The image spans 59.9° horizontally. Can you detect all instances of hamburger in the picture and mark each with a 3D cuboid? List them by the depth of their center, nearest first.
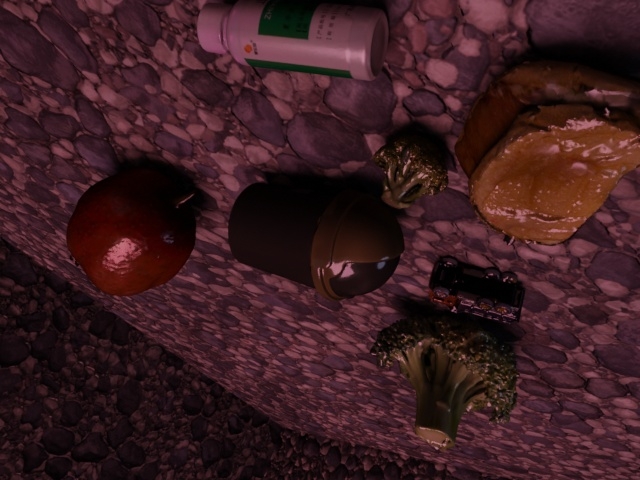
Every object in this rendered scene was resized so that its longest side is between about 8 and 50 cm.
[{"bbox_3d":[0.290,-0.119,0.742,0.211,0.133,0.309,23,151,3],"label":"hamburger"}]

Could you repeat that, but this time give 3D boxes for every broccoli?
[{"bbox_3d":[0.141,-0.109,0.883,0.130,0.120,0.131,35,175,-33],"label":"broccoli"},{"bbox_3d":[0.305,0.303,1.306,0.375,0.302,0.249,30,112,-2],"label":"broccoli"}]

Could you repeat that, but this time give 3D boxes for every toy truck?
[{"bbox_3d":[0.320,0.107,1.146,0.191,0.083,0.092,15,155,14],"label":"toy truck"}]

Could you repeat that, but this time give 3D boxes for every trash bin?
[{"bbox_3d":[0.000,0.000,1.075,0.333,0.214,0.214,11,149,27],"label":"trash bin"}]

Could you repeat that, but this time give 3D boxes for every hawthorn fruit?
[{"bbox_3d":[-0.403,-0.036,1.284,0.368,0.285,0.284,-31,123,30],"label":"hawthorn fruit"}]

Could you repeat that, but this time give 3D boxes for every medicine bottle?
[{"bbox_3d":[-0.042,-0.279,0.760,0.259,0.095,0.095,11,149,18],"label":"medicine bottle"}]
